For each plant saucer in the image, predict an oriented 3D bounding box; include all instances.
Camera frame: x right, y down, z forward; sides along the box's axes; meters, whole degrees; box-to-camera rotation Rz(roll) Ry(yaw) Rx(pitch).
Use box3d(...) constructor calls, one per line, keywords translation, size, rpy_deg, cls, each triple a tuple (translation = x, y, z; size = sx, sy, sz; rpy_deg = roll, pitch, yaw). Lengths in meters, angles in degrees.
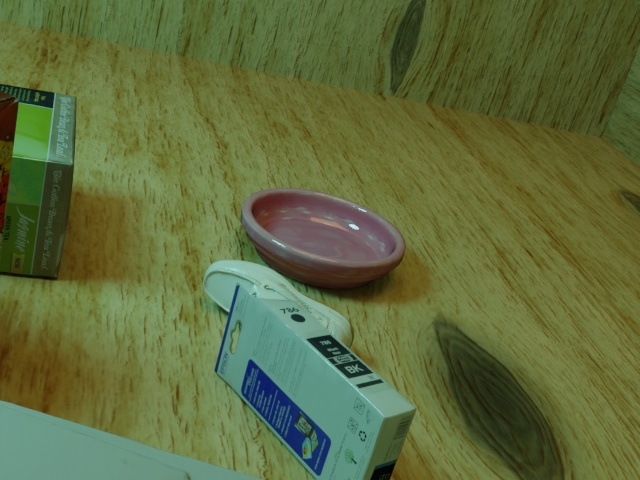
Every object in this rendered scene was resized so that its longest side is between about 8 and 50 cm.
box3d(translation=(0.000, 0.000, 1.775), size=(0.332, 0.084, 0.332), rpy_deg=(13, 23, -6), cls="plant saucer")

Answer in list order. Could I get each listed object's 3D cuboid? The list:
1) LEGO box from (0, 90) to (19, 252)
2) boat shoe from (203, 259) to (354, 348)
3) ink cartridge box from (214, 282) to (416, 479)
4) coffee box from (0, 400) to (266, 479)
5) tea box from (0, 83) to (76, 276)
box3d(translation=(-0.684, -0.080, 1.184), size=(0.501, 0.372, 0.193), rpy_deg=(21, 24, 12), cls="LEGO box")
box3d(translation=(-0.082, 0.116, 1.457), size=(0.277, 0.098, 0.096), rpy_deg=(24, 25, 15), cls="boat shoe")
box3d(translation=(-0.019, 0.203, 1.227), size=(0.065, 0.165, 0.333), rpy_deg=(-7, 34, -41), cls="ink cartridge box")
box3d(translation=(-0.180, 0.360, 0.583), size=(0.338, 0.334, 0.337), rpy_deg=(16, 25, 5), cls="coffee box")
box3d(translation=(-0.589, -0.122, 1.516), size=(0.324, 0.219, 0.329), rpy_deg=(7, 26, -17), cls="tea box")
